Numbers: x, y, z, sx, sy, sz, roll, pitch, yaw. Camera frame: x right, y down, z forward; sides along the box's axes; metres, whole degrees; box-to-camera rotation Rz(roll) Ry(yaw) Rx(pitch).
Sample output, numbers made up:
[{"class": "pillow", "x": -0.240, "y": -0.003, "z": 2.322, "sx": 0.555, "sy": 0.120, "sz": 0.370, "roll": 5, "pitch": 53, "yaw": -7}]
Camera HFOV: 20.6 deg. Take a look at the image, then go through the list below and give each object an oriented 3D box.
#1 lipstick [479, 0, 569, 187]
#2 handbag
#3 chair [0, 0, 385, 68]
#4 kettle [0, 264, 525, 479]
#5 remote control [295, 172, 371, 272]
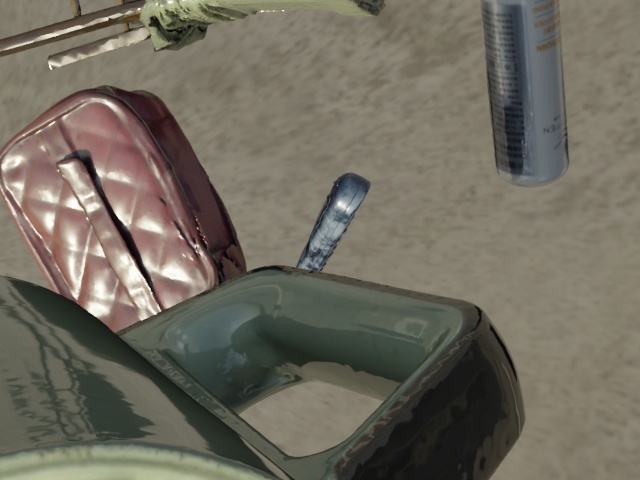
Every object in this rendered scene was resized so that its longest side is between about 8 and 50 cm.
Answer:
[{"class": "lipstick", "x": 0.101, "y": -0.095, "z": 0.876, "sx": 0.040, "sy": 0.040, "sz": 0.141, "roll": -14, "pitch": 118, "yaw": -12}, {"class": "handbag", "x": -0.166, "y": -0.018, "z": 1.491, "sx": 0.146, "sy": 0.135, "sz": 0.225, "roll": -27, "pitch": 89, "yaw": 15}, {"class": "chair", "x": -0.121, "y": -0.252, "z": 1.509, "sx": 0.319, "sy": 0.160, "sz": 0.186, "roll": -10, "pitch": 89, "yaw": 15}, {"class": "kettle", "x": -0.083, "y": 0.123, "z": 0.704, "sx": 0.361, "sy": 0.376, "sz": 0.250, "roll": -32, "pitch": 108, "yaw": -11}, {"class": "remote control", "x": 0.001, "y": 0.001, "z": 1.345, "sx": 0.027, "sy": 0.152, "sz": 0.043, "roll": 23, "pitch": 48, "yaw": -4}]
